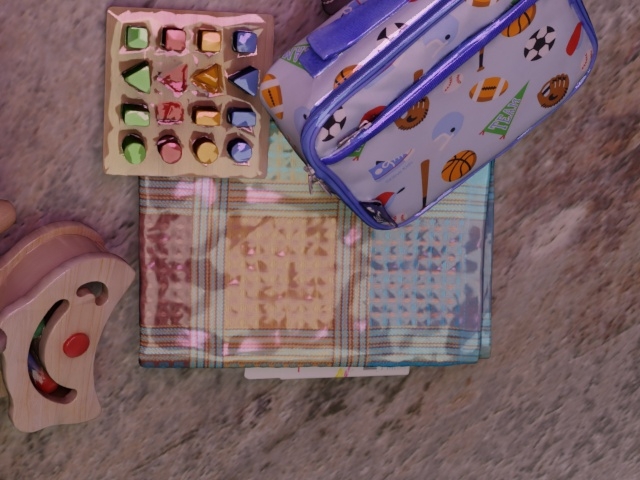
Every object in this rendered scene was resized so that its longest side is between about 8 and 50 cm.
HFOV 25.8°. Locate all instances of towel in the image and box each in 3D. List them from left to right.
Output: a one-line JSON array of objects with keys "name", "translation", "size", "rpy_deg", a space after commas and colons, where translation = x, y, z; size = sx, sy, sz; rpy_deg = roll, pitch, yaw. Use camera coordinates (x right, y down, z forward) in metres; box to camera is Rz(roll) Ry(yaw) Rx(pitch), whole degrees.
[{"name": "towel", "translation": [0.000, 0.000, 1.422], "size": [0.370, 0.040, 0.272], "rpy_deg": [-1, 100, -9]}]

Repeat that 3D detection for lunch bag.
[{"name": "lunch bag", "translation": [0.097, -0.151, 1.270], "size": [0.303, 0.115, 0.243], "rpy_deg": [-40, 147, 2]}]

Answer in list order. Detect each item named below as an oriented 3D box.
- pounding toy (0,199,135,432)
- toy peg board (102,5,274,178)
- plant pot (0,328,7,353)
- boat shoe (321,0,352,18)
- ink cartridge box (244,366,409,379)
[{"name": "pounding toy", "translation": [-0.291, 0.052, 1.433], "size": [0.154, 0.155, 0.270], "rpy_deg": [-24, 135, -28]}, {"name": "toy peg board", "translation": [-0.123, -0.136, 1.321], "size": [0.160, 0.079, 0.161], "rpy_deg": [1, 101, -10]}, {"name": "plant pot", "translation": [-0.416, -0.076, 1.180], "size": [0.333, 0.334, 0.306], "rpy_deg": [7, 94, -13]}, {"name": "boat shoe", "translation": [0.097, -0.315, 1.276], "size": [0.285, 0.103, 0.092], "rpy_deg": [-42, 107, 15]}, {"name": "ink cartridge box", "translation": [0.006, 0.090, 1.505], "size": [0.181, 0.061, 0.104], "rpy_deg": [-1, 118, -9]}]
